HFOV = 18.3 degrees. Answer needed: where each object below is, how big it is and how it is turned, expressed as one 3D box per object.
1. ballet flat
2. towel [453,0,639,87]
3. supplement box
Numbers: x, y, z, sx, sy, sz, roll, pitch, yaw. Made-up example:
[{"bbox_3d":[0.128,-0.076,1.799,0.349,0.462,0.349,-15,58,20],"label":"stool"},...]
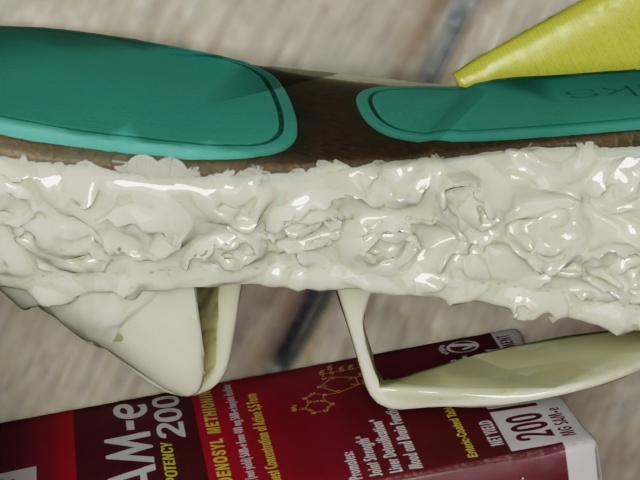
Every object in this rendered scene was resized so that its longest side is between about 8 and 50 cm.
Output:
[{"bbox_3d":[0.000,0.000,0.736,0.409,0.147,0.147,3,107,-3],"label":"ballet flat"},{"bbox_3d":[0.179,-0.084,0.812,0.237,0.021,0.102,-29,103,3],"label":"towel"},{"bbox_3d":[-0.019,0.106,0.783,0.239,0.130,0.073,-10,108,-6],"label":"supplement box"}]
